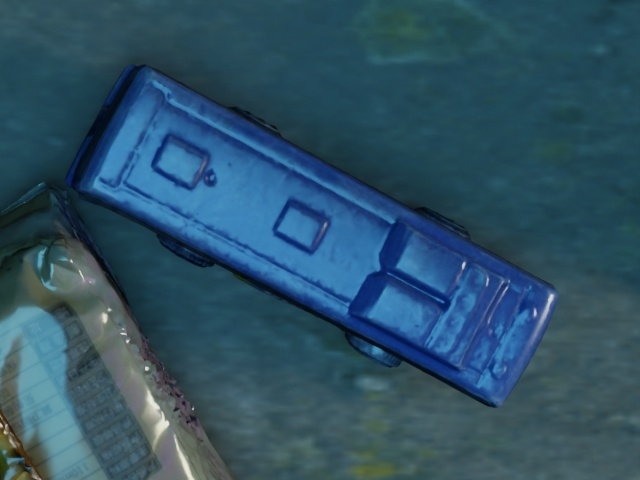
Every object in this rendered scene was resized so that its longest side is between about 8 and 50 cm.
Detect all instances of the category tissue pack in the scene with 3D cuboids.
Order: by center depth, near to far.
[{"bbox_3d":[-0.180,0.127,0.661,0.257,0.123,0.215,-27,107,-1],"label":"tissue pack"}]

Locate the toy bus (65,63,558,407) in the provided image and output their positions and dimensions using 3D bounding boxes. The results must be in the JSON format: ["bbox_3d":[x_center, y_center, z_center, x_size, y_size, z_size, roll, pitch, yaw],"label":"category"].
[{"bbox_3d":[-0.001,0.003,0.676,0.236,0.094,0.079,28,95,-11],"label":"toy bus"}]

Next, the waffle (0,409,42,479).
[{"bbox_3d":[-0.159,0.114,0.577,0.102,0.042,0.148,-31,108,-10],"label":"waffle"}]
